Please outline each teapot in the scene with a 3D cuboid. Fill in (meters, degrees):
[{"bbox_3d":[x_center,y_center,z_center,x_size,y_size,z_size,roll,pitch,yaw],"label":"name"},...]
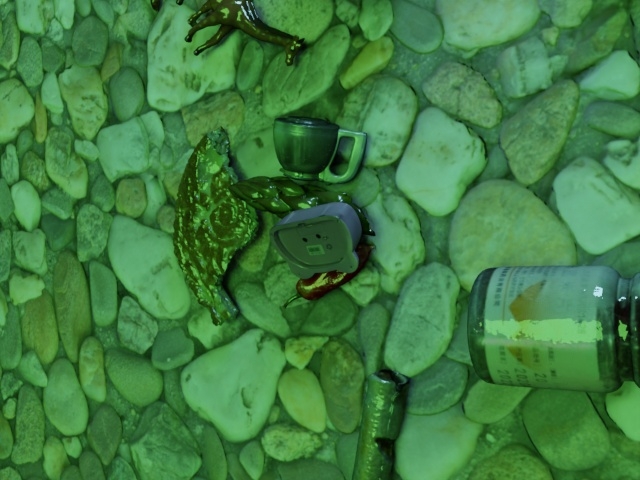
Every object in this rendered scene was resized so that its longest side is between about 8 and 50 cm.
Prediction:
[{"bbox_3d":[-0.010,-0.152,1.092,0.111,0.149,0.108,-138,52,-62],"label":"teapot"}]

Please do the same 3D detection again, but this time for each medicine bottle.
[{"bbox_3d":[0.343,0.113,0.837,0.274,0.165,0.165,-3,89,31],"label":"medicine bottle"}]

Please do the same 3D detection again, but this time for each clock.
[{"bbox_3d":[0.000,0.000,1.047,0.153,0.050,0.110,-10,116,36],"label":"clock"}]

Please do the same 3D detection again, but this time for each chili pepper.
[{"bbox_3d":[0.012,0.058,1.097,0.191,0.050,0.059,-34,71,14],"label":"chili pepper"}]

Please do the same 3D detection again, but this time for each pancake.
[{"bbox_3d":[-0.189,-0.028,1.216,0.198,0.054,0.376,4,95,32],"label":"pancake"}]

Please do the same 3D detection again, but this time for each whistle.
[{"bbox_3d":[0.084,0.373,1.055,0.068,0.057,0.326,16,99,32],"label":"whistle"}]

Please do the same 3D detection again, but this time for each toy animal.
[{"bbox_3d":[-0.149,-0.395,1.176,0.230,0.066,0.224,-16,83,25],"label":"toy animal"}]

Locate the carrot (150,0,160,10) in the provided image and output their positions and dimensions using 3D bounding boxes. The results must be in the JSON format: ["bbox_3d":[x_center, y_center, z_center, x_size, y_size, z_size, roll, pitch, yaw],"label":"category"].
[{"bbox_3d":[-0.339,-0.548,1.303,0.036,0.036,0.165,2,94,30],"label":"carrot"}]

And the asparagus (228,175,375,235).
[{"bbox_3d":[-0.033,-0.067,1.107,0.287,0.080,0.080,11,97,22],"label":"asparagus"}]
